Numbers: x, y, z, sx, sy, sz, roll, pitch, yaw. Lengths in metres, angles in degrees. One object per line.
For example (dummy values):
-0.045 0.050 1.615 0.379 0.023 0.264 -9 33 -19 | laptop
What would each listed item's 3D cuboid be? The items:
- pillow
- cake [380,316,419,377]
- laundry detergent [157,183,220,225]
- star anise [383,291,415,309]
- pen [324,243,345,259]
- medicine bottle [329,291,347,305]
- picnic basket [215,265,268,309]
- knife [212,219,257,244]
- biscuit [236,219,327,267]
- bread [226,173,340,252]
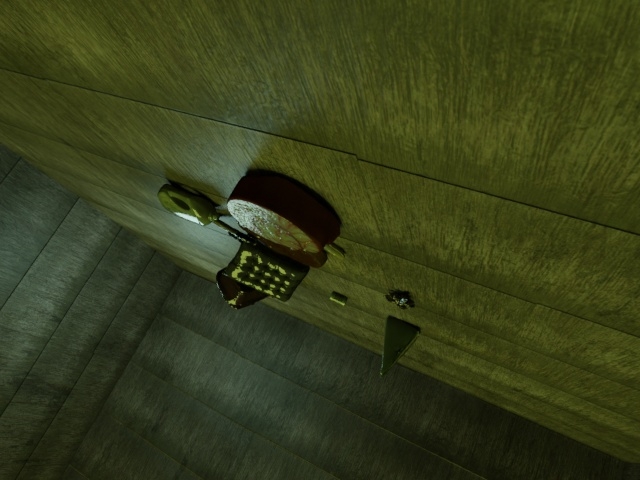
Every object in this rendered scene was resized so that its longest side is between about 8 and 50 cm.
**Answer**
-0.235 0.126 1.911 0.326 0.101 0.228 29 122 -11 | pillow
0.332 0.516 2.146 0.172 0.283 0.158 37 169 25 | cake
-0.515 -0.135 1.745 0.253 0.091 0.181 21 157 17 | laundry detergent
0.309 0.228 1.671 0.124 0.056 0.129 28 163 -4 | star anise
0.000 0.000 1.495 0.233 0.032 0.040 36 138 -27 | pen
0.092 0.296 2.208 0.083 0.047 0.047 24 163 10 | medicine bottle
-0.325 0.180 2.066 0.129 0.297 0.222 -41 74 51 | picnic basket
-0.392 -0.050 1.812 0.365 0.043 0.089 26 168 38 | knife
-0.144 -0.006 1.638 0.367 0.063 0.314 28 167 -2 | biscuit
-0.121 -0.080 1.290 0.328 0.114 0.295 14 160 39 | bread
